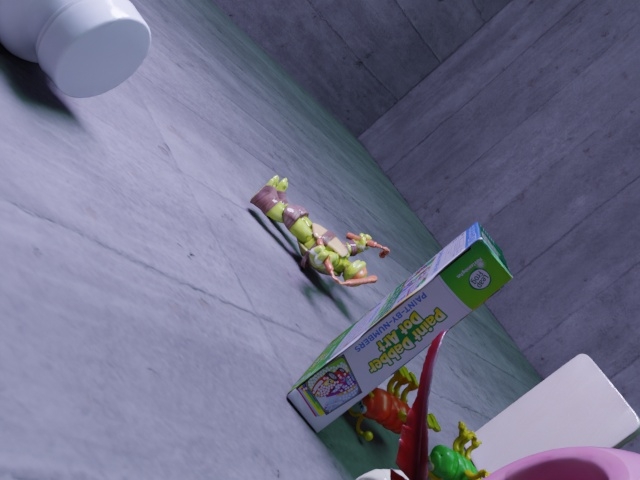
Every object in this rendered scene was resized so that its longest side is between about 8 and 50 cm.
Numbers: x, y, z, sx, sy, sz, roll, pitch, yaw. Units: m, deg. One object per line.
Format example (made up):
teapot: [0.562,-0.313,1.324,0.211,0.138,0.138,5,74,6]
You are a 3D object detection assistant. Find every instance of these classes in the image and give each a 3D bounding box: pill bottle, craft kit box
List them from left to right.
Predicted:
pill bottle: [-0.299,-0.285,0.801,0.272,0.152,0.152,52,12,14]
craft kit box: [0.094,0.083,0.842,0.061,0.246,0.250,53,12,3]

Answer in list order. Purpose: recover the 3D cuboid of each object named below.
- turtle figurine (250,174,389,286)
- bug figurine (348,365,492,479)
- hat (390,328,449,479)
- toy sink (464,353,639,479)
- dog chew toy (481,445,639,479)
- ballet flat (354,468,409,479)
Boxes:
turtle figurine: [0.000,0.000,1.152,0.217,0.087,0.269,43,19,8]
bug figurine: [0.134,0.270,0.812,0.216,0.072,0.279,38,18,-34]
hat: [0.065,0.199,0.509,0.208,0.183,0.173,52,12,16]
toy sink: [0.358,0.308,1.120,0.131,0.234,0.153,40,14,-35]
dog chew toy: [0.194,0.294,0.448,0.332,0.206,0.206,63,11,-6]
ballet flat: [0.108,0.290,0.609,0.086,0.086,0.248,33,21,-54]
